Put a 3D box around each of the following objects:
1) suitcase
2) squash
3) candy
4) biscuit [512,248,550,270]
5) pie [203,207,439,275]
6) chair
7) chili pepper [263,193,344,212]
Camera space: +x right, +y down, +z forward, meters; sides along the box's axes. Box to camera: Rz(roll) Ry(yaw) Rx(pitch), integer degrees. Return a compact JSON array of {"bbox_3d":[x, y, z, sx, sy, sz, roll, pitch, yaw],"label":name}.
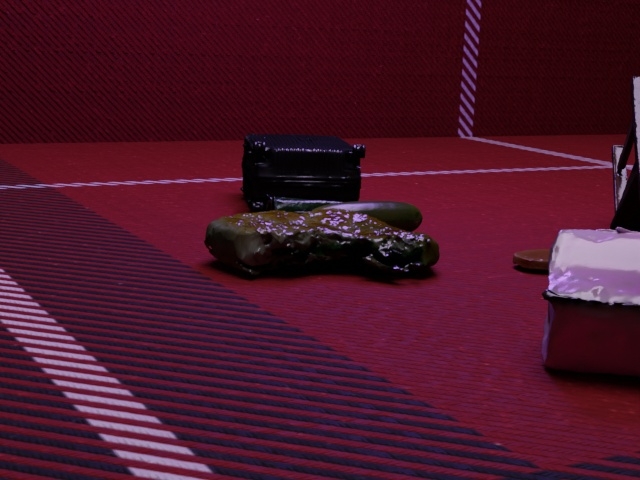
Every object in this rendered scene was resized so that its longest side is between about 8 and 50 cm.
[{"bbox_3d":[-0.044,-0.145,2.271,0.230,0.152,0.335,2,11,-8],"label":"suitcase"},{"bbox_3d":[0.073,-0.038,1.988,0.252,0.066,0.066,-3,12,-20],"label":"squash"},{"bbox_3d":[0.387,0.071,1.244,0.265,0.115,0.155,3,34,16],"label":"candy"},{"bbox_3d":[0.386,0.036,1.786,0.140,0.023,0.118,-2,12,-24],"label":"biscuit"},{"bbox_3d":[0.000,0.000,1.757,0.371,0.078,0.296,3,12,-5],"label":"pie"},{"bbox_3d":[0.660,-0.070,2.034,0.203,0.416,0.240,5,-33,5],"label":"chair"},{"bbox_3d":[0.009,-0.055,2.082,0.227,0.059,0.088,1,7,-16],"label":"chili pepper"}]
